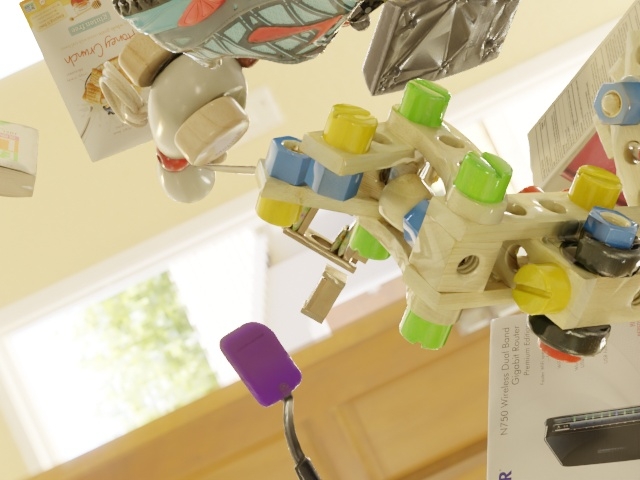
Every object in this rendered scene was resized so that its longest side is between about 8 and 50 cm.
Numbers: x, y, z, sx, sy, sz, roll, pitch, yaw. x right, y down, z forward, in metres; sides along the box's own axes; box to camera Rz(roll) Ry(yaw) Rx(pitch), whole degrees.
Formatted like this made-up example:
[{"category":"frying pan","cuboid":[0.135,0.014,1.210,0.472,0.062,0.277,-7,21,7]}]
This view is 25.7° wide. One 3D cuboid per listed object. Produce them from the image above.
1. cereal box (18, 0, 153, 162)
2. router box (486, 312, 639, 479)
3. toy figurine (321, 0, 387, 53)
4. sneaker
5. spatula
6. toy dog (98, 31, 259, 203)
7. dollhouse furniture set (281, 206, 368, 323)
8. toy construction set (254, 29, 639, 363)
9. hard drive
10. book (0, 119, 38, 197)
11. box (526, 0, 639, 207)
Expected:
[{"category":"cereal box","cuboid":[-0.279,-0.243,1.893,0.240,0.173,0.047,66,-162,-13]},{"category":"router box","cuboid":[0.335,0.225,1.536,0.082,0.301,0.335,43,-138,-46]},{"category":"toy figurine","cuboid":[-0.025,-0.291,1.418,0.213,0.148,0.209,52,-179,-11]},{"category":"sneaker","cuboid":[-0.015,-0.188,0.999,0.125,0.262,0.104,41,-128,-45]},{"category":"spatula","cuboid":[-0.025,0.229,1.591,0.084,0.030,0.296,-33,-78,-48]},{"category":"toy dog","cuboid":[-0.127,-0.156,1.628,0.220,0.161,0.334,60,167,-8]},{"category":"dollhouse furniture set","cuboid":[0.000,0.000,1.503,0.101,0.182,0.161,30,-168,-2]},{"category":"toy construction set","cuboid":[0.142,-0.027,0.886,0.215,0.328,0.151,42,138,42]},{"category":"hard drive","cuboid":[0.174,-0.303,1.988,0.054,0.255,0.172,47,140,28]},{"category":"book","cuboid":[-0.280,-0.072,1.150,0.144,0.096,0.035,-120,43,-68]},{"category":"box","cuboid":[0.356,-0.138,1.605,0.127,0.232,0.148,26,-146,-15]}]
